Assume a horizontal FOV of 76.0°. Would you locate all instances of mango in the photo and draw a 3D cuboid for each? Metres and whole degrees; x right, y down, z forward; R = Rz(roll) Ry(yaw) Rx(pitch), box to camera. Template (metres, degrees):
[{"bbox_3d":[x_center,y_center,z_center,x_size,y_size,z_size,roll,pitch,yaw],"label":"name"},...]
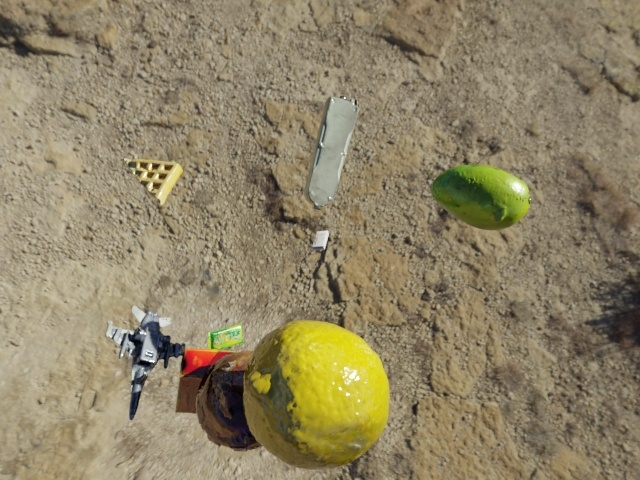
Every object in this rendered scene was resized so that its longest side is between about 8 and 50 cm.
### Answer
[{"bbox_3d":[0.295,-0.080,0.762,0.178,0.119,0.100,16,25,8],"label":"mango"}]

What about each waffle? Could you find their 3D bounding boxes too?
[{"bbox_3d":[-0.435,-0.145,0.980,0.190,0.032,0.125,7,60,17],"label":"waffle"}]

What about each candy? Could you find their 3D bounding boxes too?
[{"bbox_3d":[-0.432,0.447,1.871,0.178,0.032,0.102,-10,95,-39],"label":"candy"}]

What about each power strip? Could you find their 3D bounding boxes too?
[{"bbox_3d":[0.023,-0.211,0.993,0.080,0.048,0.286,15,85,-17],"label":"power strip"}]

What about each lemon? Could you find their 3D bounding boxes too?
[{"bbox_3d":[0.000,0.274,0.746,0.310,0.253,0.254,29,60,-36],"label":"lemon"}]

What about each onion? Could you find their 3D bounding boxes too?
[{"bbox_3d":[-0.180,0.346,0.915,0.229,0.163,0.230,-5,59,8],"label":"onion"}]

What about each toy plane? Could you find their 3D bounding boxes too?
[{"bbox_3d":[-0.394,0.265,0.922,0.192,0.088,0.262,26,26,-32],"label":"toy plane"}]

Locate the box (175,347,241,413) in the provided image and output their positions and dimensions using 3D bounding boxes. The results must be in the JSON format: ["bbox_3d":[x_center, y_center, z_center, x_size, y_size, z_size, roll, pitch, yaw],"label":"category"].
[{"bbox_3d":[-0.224,0.391,1.118,0.313,0.198,0.089,8,42,-15],"label":"box"}]

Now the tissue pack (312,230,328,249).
[{"bbox_3d":[0.000,0.000,1.770,0.056,0.023,0.108,-4,38,17],"label":"tissue pack"}]
